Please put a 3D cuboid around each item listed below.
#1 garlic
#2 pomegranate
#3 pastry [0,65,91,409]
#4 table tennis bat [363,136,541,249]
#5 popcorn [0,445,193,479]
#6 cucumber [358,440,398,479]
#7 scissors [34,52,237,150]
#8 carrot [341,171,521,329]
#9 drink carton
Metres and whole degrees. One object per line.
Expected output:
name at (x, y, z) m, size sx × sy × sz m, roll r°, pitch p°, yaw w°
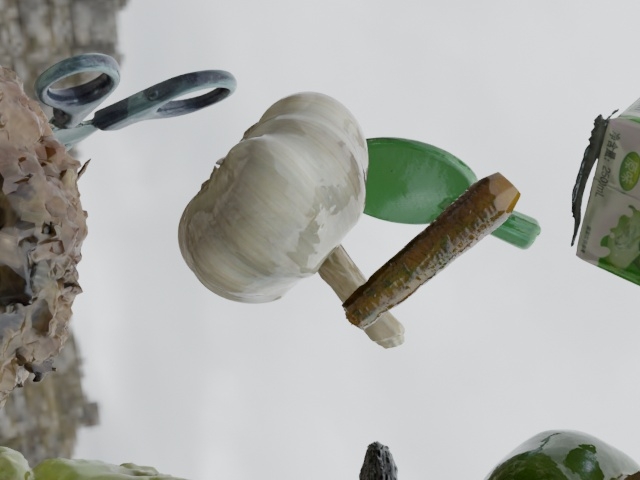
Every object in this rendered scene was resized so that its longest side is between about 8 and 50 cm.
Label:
garlic at (0.000, 0.000, 1.131) m, size 0.226 × 0.199 × 0.199 m, roll 43°, pitch -19°, yaw -2°
pomegranate at (0.243, 0.248, 1.170) m, size 0.225 × 0.187 × 0.187 m, roll -35°, pitch -120°, yaw 38°
pastry at (-0.257, -0.001, 0.708) m, size 0.193 × 0.275 × 0.274 m, roll -122°, pitch -152°, yaw -61°
table tennis bat at (0.130, -0.049, 1.468) m, size 0.160 × 0.257 × 0.039 m, roll -42°, pitch -150°, yaw 56°
popcorn at (-0.239, 0.326, 1.297) m, size 0.174 × 0.286 × 0.225 m, roll 157°, pitch -58°, yaw -76°
cucumber at (0.066, 0.298, 1.423) m, size 0.053 × 0.053 × 0.181 m, roll 106°, pitch -19°, yaw -55°
scissors at (-0.294, -0.116, 1.498) m, size 0.383 × 0.256 × 0.029 m, roll -26°, pitch -105°, yaw 38°
carrot at (0.087, 0.010, 1.056) m, size 0.042 × 0.171 × 0.042 m, roll 50°, pitch 0°, yaw 0°
drink carton at (0.360, -0.013, 1.139) m, size 0.271 × 0.108 × 0.161 m, roll 27°, pitch -53°, yaw 28°
